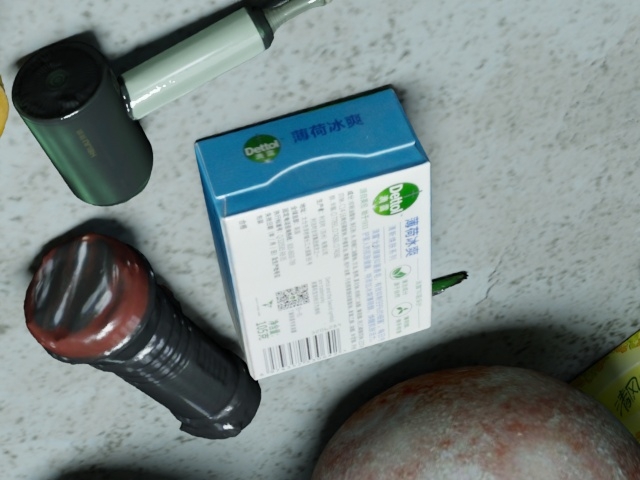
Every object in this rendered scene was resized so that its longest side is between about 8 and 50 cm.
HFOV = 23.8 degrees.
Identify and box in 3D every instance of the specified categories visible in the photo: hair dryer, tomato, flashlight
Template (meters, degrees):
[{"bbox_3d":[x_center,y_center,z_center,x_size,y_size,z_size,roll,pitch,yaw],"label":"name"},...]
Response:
[{"bbox_3d":[-0.076,-0.098,0.894,0.198,0.057,0.100,-28,146,-1],"label":"hair dryer"},{"bbox_3d":[0.136,0.255,1.237,0.282,0.317,0.316,-51,167,-43],"label":"tomato"},{"bbox_3d":[-0.114,0.074,1.071,0.093,0.093,0.232,-30,149,10],"label":"flashlight"}]

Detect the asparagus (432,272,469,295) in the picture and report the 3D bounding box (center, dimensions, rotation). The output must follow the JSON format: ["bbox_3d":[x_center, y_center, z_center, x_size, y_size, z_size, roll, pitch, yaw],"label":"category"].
[{"bbox_3d":[0.039,0.054,1.179,0.166,0.013,0.016,-18,134,-6],"label":"asparagus"}]

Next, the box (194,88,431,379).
[{"bbox_3d":[0.000,0.000,1.035,0.139,0.073,0.194,-17,144,-8],"label":"box"}]

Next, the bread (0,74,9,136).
[{"bbox_3d":[-0.263,-0.035,0.837,0.102,0.094,0.245,22,126,-37],"label":"bread"}]

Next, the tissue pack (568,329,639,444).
[{"bbox_3d":[0.295,0.140,1.355,0.176,0.095,0.062,-40,142,24],"label":"tissue pack"}]
